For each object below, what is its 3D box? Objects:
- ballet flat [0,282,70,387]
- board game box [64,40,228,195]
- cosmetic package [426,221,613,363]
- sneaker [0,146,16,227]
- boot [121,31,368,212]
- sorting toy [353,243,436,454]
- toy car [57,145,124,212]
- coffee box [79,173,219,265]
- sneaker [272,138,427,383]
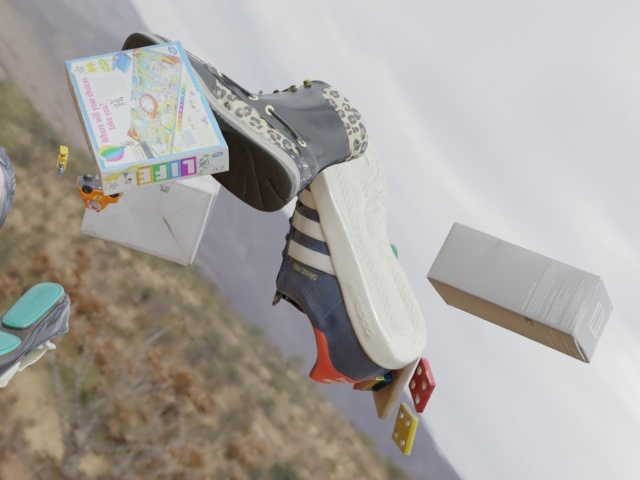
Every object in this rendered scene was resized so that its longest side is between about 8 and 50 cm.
[{"bbox_3d":[-0.326,0.113,1.269,0.074,0.074,0.203,55,32,-5],"label":"ballet flat"},{"bbox_3d":[-0.147,-0.105,1.019,0.026,0.103,0.154,92,-20,-44],"label":"board game box"},{"bbox_3d":[0.283,0.072,1.738,0.238,0.107,0.127,19,-15,30],"label":"cosmetic package"},{"bbox_3d":[-0.320,-0.044,0.995,0.319,0.112,0.131,110,-9,-67],"label":"sneaker"},{"bbox_3d":[-0.075,-0.136,1.249,0.236,0.085,0.179,42,36,14],"label":"boot"},{"bbox_3d":[0.072,0.130,1.481,0.274,0.046,0.132,-103,-152,-49],"label":"sorting toy"},{"bbox_3d":[-0.282,-0.072,1.498,0.122,0.060,0.040,48,-50,50],"label":"toy car"},{"bbox_3d":[-0.250,-0.056,1.863,0.168,0.118,0.297,18,6,-4],"label":"coffee box"},{"bbox_3d":[0.000,0.000,1.394,0.131,0.148,0.350,17,52,-45],"label":"sneaker"}]
